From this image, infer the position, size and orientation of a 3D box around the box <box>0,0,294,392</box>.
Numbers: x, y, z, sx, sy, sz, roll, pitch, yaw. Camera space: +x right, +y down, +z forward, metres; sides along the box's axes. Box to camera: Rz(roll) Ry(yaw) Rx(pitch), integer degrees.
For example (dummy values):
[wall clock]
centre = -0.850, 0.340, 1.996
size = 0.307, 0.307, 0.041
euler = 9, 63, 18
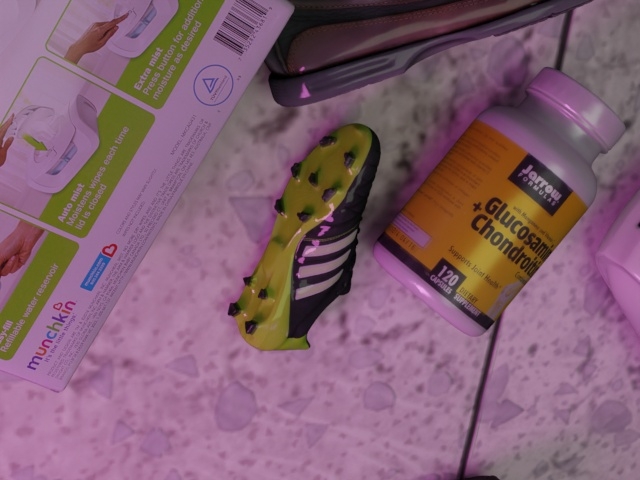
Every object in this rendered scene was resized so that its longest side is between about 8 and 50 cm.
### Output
[box]
centre = -0.187, -0.083, 0.618
size = 0.231, 0.127, 0.262
euler = 26, 100, -33

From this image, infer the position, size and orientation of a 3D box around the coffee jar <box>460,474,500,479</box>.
[coffee jar]
centre = 0.128, 0.292, 0.981
size = 0.096, 0.079, 0.184
euler = -16, 120, -16

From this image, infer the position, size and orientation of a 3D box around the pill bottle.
[pill bottle]
centre = 0.130, -0.030, 0.816
size = 0.103, 0.103, 0.184
euler = 36, 94, -34

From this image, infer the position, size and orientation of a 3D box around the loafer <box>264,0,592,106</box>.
[loafer]
centre = 0.084, -0.167, 0.729
size = 0.268, 0.096, 0.084
euler = -22, 108, -6

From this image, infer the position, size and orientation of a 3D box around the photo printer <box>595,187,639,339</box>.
[photo printer]
centre = 0.379, 0.025, 0.963
size = 0.256, 0.107, 0.307
euler = -42, 124, -4

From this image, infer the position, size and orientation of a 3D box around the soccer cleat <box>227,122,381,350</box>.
[soccer cleat]
centre = 0.000, 0.000, 0.798
size = 0.072, 0.060, 0.178
euler = 13, 113, -41
